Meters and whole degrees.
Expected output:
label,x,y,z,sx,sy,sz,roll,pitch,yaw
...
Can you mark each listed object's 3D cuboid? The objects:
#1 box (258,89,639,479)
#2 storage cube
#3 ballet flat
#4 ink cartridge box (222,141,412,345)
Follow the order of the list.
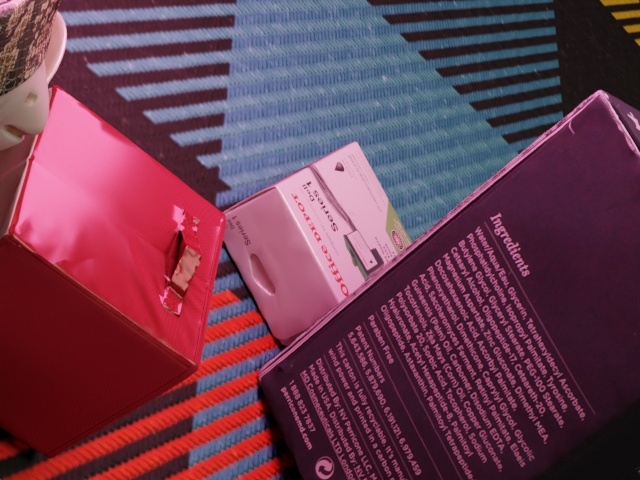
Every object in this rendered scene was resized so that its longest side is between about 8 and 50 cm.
label,x,y,z,sx,sy,sz,roll,pitch,yaw
box,0.286,0.148,1.769,0.480,0.472,0.297,18,37,-50
storage cube,-0.217,0.026,1.391,0.193,0.215,0.183,38,38,-27
ballet flat,-0.250,-0.172,1.288,0.483,0.164,0.182,-84,165,-61
ink cartridge box,0.000,0.000,1.875,0.160,0.092,0.219,61,29,-3
